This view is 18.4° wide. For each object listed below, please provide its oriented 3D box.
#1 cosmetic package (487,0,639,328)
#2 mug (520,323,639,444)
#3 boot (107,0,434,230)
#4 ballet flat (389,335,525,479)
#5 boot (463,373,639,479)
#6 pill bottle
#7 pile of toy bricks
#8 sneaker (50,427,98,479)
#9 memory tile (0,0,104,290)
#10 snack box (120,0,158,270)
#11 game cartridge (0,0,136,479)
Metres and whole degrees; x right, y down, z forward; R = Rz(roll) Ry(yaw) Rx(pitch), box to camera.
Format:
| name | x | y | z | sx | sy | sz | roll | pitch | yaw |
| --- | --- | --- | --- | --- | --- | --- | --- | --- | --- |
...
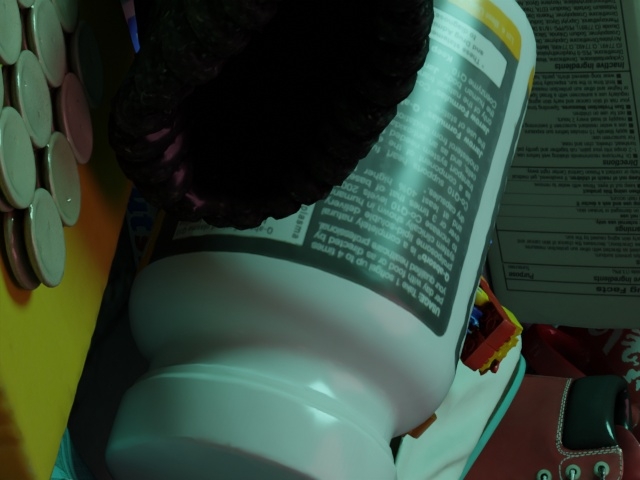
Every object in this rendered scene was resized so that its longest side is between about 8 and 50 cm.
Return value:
| name | x | y | z | sx | sy | sz | roll | pitch | yaw |
| --- | --- | --- | --- | --- | --- | --- | --- | --- | --- |
| cosmetic package | 0.190 | -0.096 | 1.401 | 0.129 | 0.153 | 0.296 | -48 | 134 | -52 |
| mug | 0.232 | 0.126 | 1.480 | 0.169 | 0.150 | 0.113 | -117 | -157 | -60 |
| boot | -0.018 | -0.201 | 0.798 | 0.348 | 0.131 | 0.260 | 96 | -6 | -46 |
| ballet flat | 0.008 | 0.146 | 1.092 | 0.400 | 0.139 | 0.139 | -63 | 144 | -49 |
| boot | 0.109 | 0.179 | 1.216 | 0.244 | 0.176 | 0.088 | -68 | 148 | -34 |
| pill bottle | 0.000 | 0.000 | 0.951 | 0.162 | 0.162 | 0.278 | 55 | 46 | -50 |
| pile of toy bricks | 0.061 | 0.036 | 1.090 | 0.105 | 0.118 | 0.212 | 35 | 15 | -31 |
| sneaker | -0.095 | 0.146 | 0.873 | 0.275 | 0.110 | 0.107 | 65 | 37 | -41 |
| memory tile | -0.109 | -0.063 | 0.736 | 0.148 | 0.012 | 0.113 | -86 | 164 | -50 |
| snack box | -0.079 | -0.041 | 0.997 | 0.064 | 0.022 | 0.178 | -42 | 128 | -54 |
| game cartridge | -0.146 | -0.110 | 0.746 | 0.285 | 0.053 | 0.323 | -82 | 162 | -55 |
